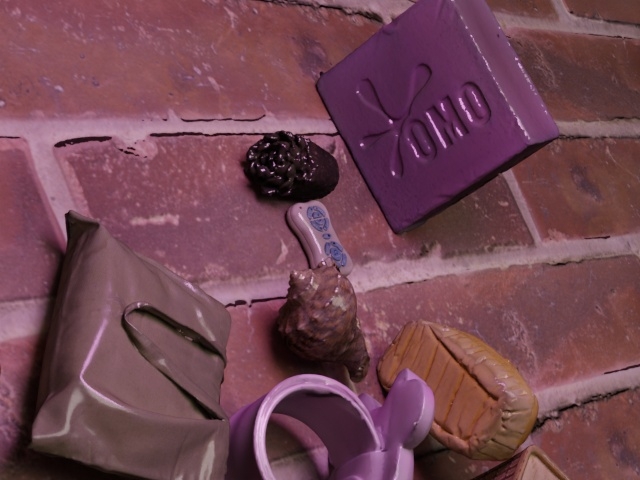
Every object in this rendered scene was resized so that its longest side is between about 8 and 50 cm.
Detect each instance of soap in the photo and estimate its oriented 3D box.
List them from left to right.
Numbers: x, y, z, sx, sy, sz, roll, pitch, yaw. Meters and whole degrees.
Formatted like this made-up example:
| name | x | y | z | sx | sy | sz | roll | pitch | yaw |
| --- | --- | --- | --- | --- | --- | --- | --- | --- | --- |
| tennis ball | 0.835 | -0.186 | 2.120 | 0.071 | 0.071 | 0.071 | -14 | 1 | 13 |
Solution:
| name | x | y | z | sx | sy | sz | roll | pitch | yaw |
| --- | --- | --- | --- | --- | --- | --- | --- | --- | --- |
| soap | 0.172 | -0.203 | 2.042 | 0.107 | 0.296 | 0.285 | -16 | 74 | -52 |

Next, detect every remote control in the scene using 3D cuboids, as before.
| name | x | y | z | sx | sy | sz | roll | pitch | yaw |
| --- | --- | --- | --- | --- | --- | --- | --- | --- | --- |
| remote control | 0.000 | 0.000 | 1.915 | 0.074 | 0.032 | 0.122 | -15 | 75 | -51 |

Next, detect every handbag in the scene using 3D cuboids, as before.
| name | x | y | z | sx | sy | sz | roll | pitch | yaw |
| --- | --- | --- | --- | --- | --- | --- | --- | --- | --- |
| handbag | -0.202 | 0.140 | 1.524 | 0.253 | 0.109 | 0.316 | 34 | 36 | -33 |

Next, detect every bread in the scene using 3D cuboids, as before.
| name | x | y | z | sx | sy | sz | roll | pitch | yaw |
| --- | --- | --- | --- | --- | --- | --- | --- | --- | --- |
| bread | 0.190 | 0.202 | 1.839 | 0.106 | 0.140 | 0.236 | 15 | 17 | -44 |

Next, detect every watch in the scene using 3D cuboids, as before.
| name | x | y | z | sx | sy | sz | roll | pitch | yaw |
| --- | --- | --- | --- | --- | --- | --- | --- | --- | --- |
| watch | 0.002 | 0.246 | 1.619 | 0.217 | 0.211 | 0.248 | 27 | 54 | -21 |

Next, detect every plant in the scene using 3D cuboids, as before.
| name | x | y | z | sx | sy | sz | roll | pitch | yaw |
| --- | --- | --- | --- | --- | --- | --- | --- | --- | --- |
| plant | -0.038 | -0.102 | 1.907 | 0.143 | 0.092 | 0.094 | 18 | 59 | -47 |

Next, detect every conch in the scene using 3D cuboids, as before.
| name | x | y | z | sx | sy | sz | roll | pitch | yaw |
| --- | --- | --- | --- | --- | --- | --- | --- | --- | --- |
| conch | 0.018 | 0.101 | 1.781 | 0.207 | 0.130 | 0.155 | 50 | 48 | -32 |

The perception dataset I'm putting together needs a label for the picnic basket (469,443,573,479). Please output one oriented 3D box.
| name | x | y | z | sx | sy | sz | roll | pitch | yaw |
| --- | --- | --- | --- | --- | --- | --- | --- | --- | --- |
| picnic basket | 0.294 | 0.469 | 1.784 | 0.313 | 0.175 | 0.228 | 45 | 39 | -8 |
